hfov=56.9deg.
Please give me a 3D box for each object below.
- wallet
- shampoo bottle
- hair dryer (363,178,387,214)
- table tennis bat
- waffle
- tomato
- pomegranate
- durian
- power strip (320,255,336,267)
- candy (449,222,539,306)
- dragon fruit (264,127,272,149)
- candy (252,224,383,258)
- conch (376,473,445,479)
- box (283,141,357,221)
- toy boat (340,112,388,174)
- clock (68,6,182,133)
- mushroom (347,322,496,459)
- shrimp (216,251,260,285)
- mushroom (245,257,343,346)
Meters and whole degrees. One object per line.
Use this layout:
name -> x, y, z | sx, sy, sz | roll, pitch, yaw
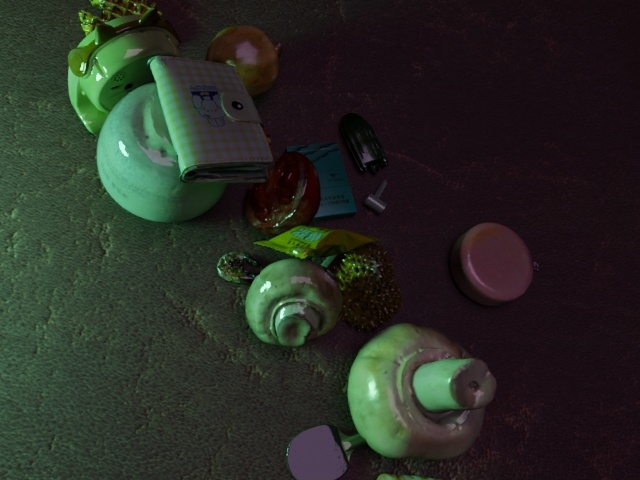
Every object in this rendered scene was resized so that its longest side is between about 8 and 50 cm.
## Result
wallet -> -0.237, -0.269, 1.296 | 0.224, 0.077, 0.309 | -7, 64, -27
shampoo bottle -> -0.369, -0.208, 1.424 | 0.323, 0.317, 0.322 | 6, 70, -16
hair dryer -> 0.177, -0.137, 1.742 | 0.063, 0.038, 0.124 | 35, 56, -5
table tennis bat -> 0.035, 0.511, 1.450 | 0.247, 0.022, 0.138 | -14, 75, -22
waffle -> -0.551, -0.611, 1.666 | 0.232, 0.051, 0.228 | -25, 79, -26
tomato -> -0.079, -0.109, 1.561 | 0.140, 0.233, 0.200 | 22, 54, -42
pomegranate -> -0.218, -0.499, 1.662 | 0.207, 0.207, 0.207 | 6, 68, -16
durian -> 0.125, 0.119, 1.573 | 0.183, 0.138, 0.249 | -10, 79, -30
power strip -> 0.020, 0.058, 1.601 | 0.019, 0.051, 0.136 | 40, 64, 3
candy -> 0.508, 0.071, 1.734 | 0.256, 0.094, 0.255 | 6, 68, -16
dragon fruit -> -0.173, -0.265, 1.639 | 0.081, 0.086, 0.116 | -9, 63, -16
candy -> 0.000, 0.000, 1.503 | 0.297, 0.187, 0.081 | -11, 104, -45
conch -> 0.260, 0.644, 1.414 | 0.255, 0.127, 0.158 | 22, 65, -9
box -> 0.000, -0.168, 1.685 | 0.161, 0.042, 0.226 | -9, 73, -21
toy boat -> 0.127, -0.295, 1.773 | 0.104, 0.052, 0.210 | -21, 76, -22
clock -> -0.468, -0.421, 1.454 | 0.286, 0.348, 0.117 | -30, 81, -25
mushroom -> 0.244, 0.382, 1.425 | 0.353, 0.353, 0.325 | 41, 89, 0
shrimp -> -0.186, 0.078, 1.534 | 0.161, 0.034, 0.091 | 22, 64, -9
mushroom -> -0.059, 0.153, 1.434 | 0.255, 0.254, 0.184 | 21, 31, -10
